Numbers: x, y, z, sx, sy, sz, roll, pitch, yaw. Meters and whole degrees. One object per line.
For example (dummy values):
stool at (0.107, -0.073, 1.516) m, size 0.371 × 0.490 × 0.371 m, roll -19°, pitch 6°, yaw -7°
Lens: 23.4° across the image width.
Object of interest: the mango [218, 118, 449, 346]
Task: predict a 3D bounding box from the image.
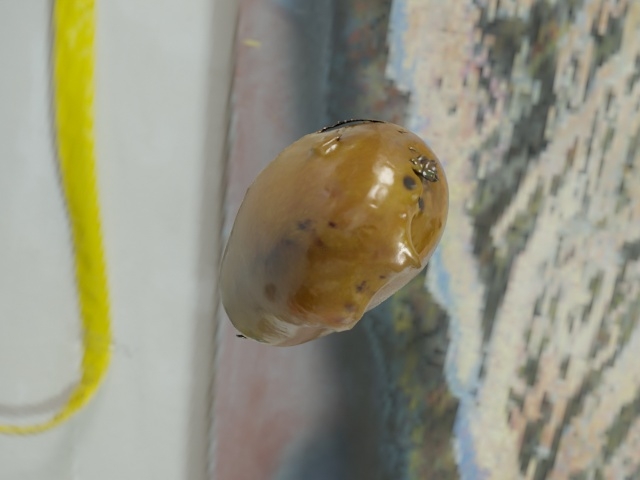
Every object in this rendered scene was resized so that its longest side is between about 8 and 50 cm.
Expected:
mango at (0.000, 0.000, 0.540) m, size 0.077 × 0.063 × 0.127 m, roll -44°, pitch -178°, yaw -30°
